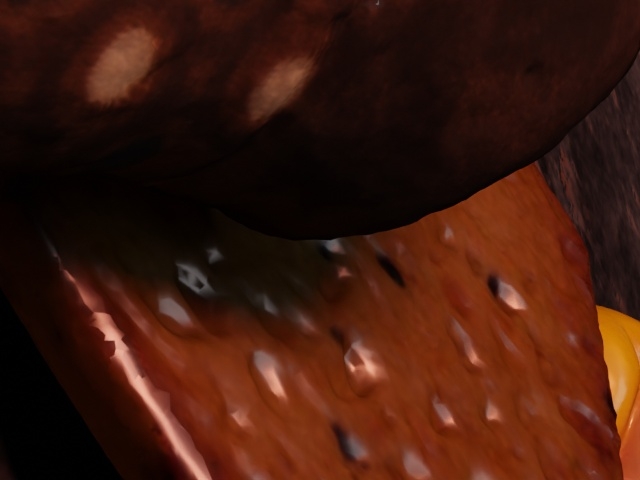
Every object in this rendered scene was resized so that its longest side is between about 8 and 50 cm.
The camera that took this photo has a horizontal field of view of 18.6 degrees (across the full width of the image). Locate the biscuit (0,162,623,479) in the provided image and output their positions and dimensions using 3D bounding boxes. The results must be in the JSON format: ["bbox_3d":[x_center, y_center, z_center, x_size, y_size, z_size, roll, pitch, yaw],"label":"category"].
[{"bbox_3d":[-0.001,0.001,0.813,0.359,0.046,0.359,30,40,-29],"label":"biscuit"}]

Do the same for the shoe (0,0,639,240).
[{"bbox_3d":[-0.037,-0.098,0.658,0.384,0.171,0.237,-33,131,-25],"label":"shoe"}]

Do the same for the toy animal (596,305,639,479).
[{"bbox_3d":[0.233,0.154,1.105,0.345,0.246,0.278,-31,103,-64],"label":"toy animal"}]
